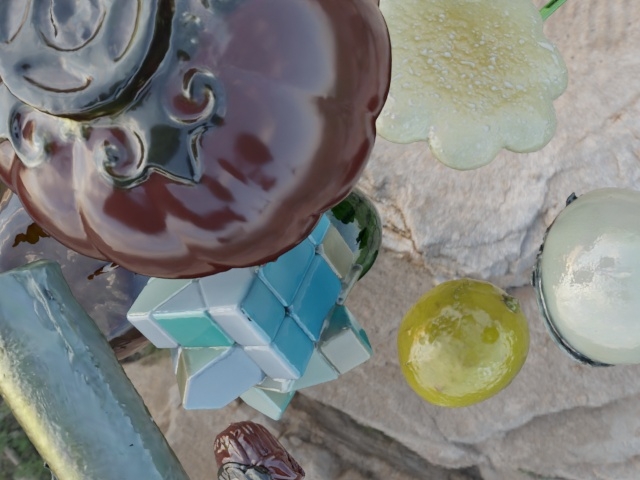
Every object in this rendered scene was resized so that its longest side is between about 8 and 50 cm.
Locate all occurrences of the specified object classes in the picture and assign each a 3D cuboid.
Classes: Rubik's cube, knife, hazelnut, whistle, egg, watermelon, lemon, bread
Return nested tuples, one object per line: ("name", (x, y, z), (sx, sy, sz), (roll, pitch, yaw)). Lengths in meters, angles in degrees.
("Rubik's cube", (-0.062, 0.088, 0.754), (0.225, 0.265, 0.213), (-6, 132, 37))
("knife", (0.346, -0.348, 1.105), (0.212, 0.054, 0.015), (-43, 128, -1))
("hazelnut", (-0.382, 0.006, 1.121), (0.402, 0.402, 0.429), (44, 113, 0))
("whistle", (-0.085, 0.158, 0.350), (0.326, 0.057, 0.068), (57, 146, 2))
("egg", (0.456, 0.052, 0.912), (0.174, 0.287, 0.264), (-4, 84, 59))
("watermelon", (0.000, 0.000, 1.079), (0.188, 0.188, 0.214), (44, 103, 0))
("lemon", (0.286, 0.211, 1.346), (0.284, 0.260, 0.260), (-24, 99, 48))
("bread", (0.182, -0.235, 0.863), (0.316, 0.316, 0.054), (31, 156, 5))

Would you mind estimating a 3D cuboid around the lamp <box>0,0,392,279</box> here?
("lamp", (-0.099, -0.122, 0.473), (0.304, 0.257, 0.302), (0, 89, 19))

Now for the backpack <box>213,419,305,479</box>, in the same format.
("backpack", (-0.155, 0.513, 1.498), (0.229, 0.139, 0.229), (22, 124, 37))
